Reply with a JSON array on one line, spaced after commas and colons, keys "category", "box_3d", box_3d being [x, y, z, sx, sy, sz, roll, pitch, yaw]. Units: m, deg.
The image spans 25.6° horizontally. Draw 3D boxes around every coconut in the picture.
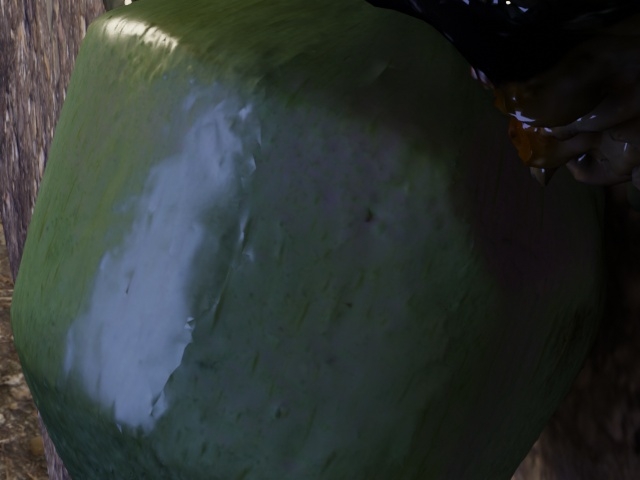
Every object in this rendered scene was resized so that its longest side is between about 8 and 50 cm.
[{"category": "coconut", "box_3d": [0.000, 0.000, 0.687, 0.328, 0.281, 0.328, 20, -90, -86]}]

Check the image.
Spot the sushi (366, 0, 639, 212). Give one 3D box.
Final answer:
[{"category": "sushi", "box_3d": [0.147, -0.091, 0.398, 0.225, 0.219, 0.238, -45, 14, 22]}]

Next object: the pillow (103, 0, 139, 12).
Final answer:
[{"category": "pillow", "box_3d": [-0.201, -0.250, 1.499, 0.093, 0.051, 0.241, 107, 153, -47]}]
